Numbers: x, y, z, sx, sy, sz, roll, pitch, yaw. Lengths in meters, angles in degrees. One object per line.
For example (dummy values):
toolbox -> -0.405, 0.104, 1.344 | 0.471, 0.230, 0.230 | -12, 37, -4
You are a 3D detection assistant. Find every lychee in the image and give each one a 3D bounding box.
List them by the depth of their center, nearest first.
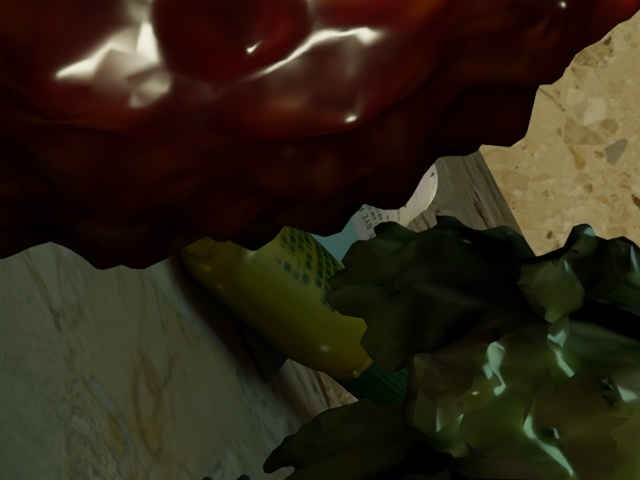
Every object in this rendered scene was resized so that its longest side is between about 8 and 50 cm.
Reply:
lychee -> -0.064, -0.195, 0.551 | 0.500, 0.424, 0.425 | 7, 59, -63

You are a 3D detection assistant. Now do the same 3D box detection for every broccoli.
broccoli -> 0.013, 0.132, 0.514 | 0.281, 0.348, 0.293 | 13, 87, -57

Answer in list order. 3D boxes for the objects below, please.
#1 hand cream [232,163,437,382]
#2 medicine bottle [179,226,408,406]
hand cream -> 0.000, 0.000, 1.278 | 0.312, 0.070, 0.111 | -35, 104, -59
medicine bottle -> 0.006, 0.054, 1.153 | 0.260, 0.064, 0.095 | 42, 23, -37
